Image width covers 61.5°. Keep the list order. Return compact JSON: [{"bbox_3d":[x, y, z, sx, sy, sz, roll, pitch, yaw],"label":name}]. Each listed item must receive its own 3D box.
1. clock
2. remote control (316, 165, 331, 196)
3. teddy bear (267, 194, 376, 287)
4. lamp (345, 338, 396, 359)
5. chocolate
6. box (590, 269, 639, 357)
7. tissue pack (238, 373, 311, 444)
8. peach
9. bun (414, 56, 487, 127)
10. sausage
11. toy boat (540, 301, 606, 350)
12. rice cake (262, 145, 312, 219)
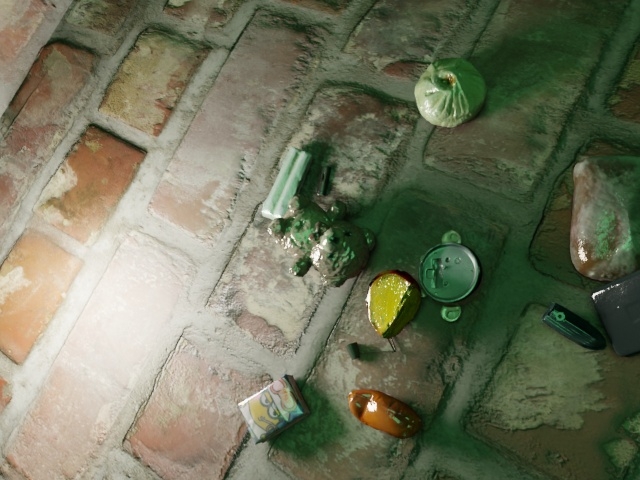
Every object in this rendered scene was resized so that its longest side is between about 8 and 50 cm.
[{"bbox_3d":[0.316,0.082,1.314,0.156,0.063,0.229,0,72,20],"label":"clock"},{"bbox_3d":[0.007,-0.170,1.538,0.034,0.016,0.091,6,76,18],"label":"remote control"},{"bbox_3d":[-0.001,0.000,1.413,0.267,0.151,0.236,33,80,31],"label":"teddy bear"},{"bbox_3d":[0.124,0.271,1.343,0.121,0.041,0.054,-22,75,16],"label":"lamp"},{"bbox_3d":[0.667,-0.061,1.213,0.185,0.100,0.303,2,71,25],"label":"chocolate"},{"bbox_3d":[0.683,0.134,1.095,0.230,0.050,0.160,-43,54,49],"label":"box"},{"bbox_3d":[-0.119,0.427,1.365,0.155,0.065,0.115,-34,65,8],"label":"tissue pack"},{"bbox_3d":[0.183,0.157,1.322,0.127,0.092,0.172,1,80,34],"label":"peach"},{"bbox_3d":[0.343,-0.404,1.433,0.195,0.118,0.195,-8,68,21],"label":"bun"},{"bbox_3d":[0.150,0.406,1.266,0.179,0.089,0.089,20,81,28],"label":"sausage"},{"bbox_3d":[0.565,0.195,1.187,0.141,0.060,0.055,34,87,19],"label":"toy boat"},{"bbox_3d":[-0.093,-0.162,1.560,0.085,0.040,0.226,19,80,25],"label":"rice cake"}]
